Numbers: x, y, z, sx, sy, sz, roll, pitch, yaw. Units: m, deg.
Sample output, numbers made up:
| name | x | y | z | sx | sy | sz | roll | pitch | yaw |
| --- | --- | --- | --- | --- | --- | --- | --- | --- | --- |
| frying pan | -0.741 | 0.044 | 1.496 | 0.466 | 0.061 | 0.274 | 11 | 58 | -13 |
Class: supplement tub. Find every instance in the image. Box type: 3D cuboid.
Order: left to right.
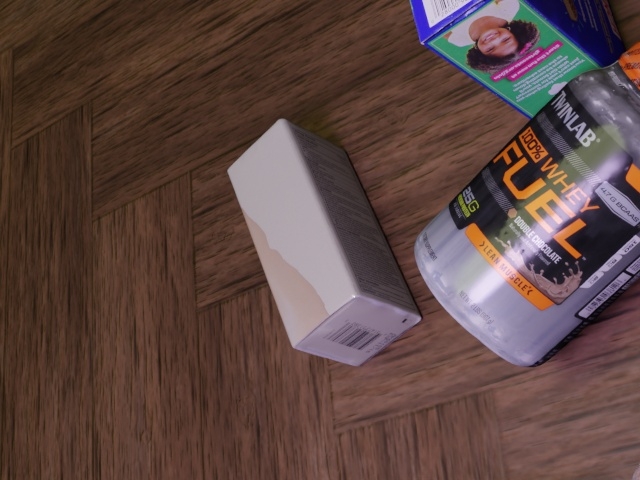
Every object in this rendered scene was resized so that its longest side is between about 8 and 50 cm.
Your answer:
| name | x | y | z | sx | sy | sz | roll | pitch | yaw |
| --- | --- | --- | --- | --- | --- | --- | --- | --- | --- |
| supplement tub | 0.282 | -0.039 | 1.201 | 0.338 | 0.207 | 0.207 | -47 | 50 | 19 |

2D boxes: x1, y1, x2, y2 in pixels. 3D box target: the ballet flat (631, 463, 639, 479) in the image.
| name | x | y | z | sx | sy | sz | roll | pitch | yaw |
| --- | --- | --- | --- | --- | --- | --- | --- | --- | --- |
| ballet flat | 0.328 | 0.361 | 1.071 | 0.107 | 0.106 | 0.316 | 2 | 75 | 13 |

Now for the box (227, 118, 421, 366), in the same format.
| name | x | y | z | sx | sy | sz | roll | pitch | yaw |
| --- | --- | --- | --- | --- | --- | --- | --- | --- | --- |
| box | 0.000 | 0.000 | 1.481 | 0.121 | 0.148 | 0.311 | -41 | 51 | 24 |

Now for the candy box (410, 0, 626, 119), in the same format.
| name | x | y | z | sx | sy | sz | roll | pitch | yaw |
| --- | --- | --- | --- | --- | --- | --- | --- | --- | --- |
| candy box | 0.221 | -0.295 | 1.270 | 0.122 | 0.317 | 0.268 | -30 | 56 | 32 |
